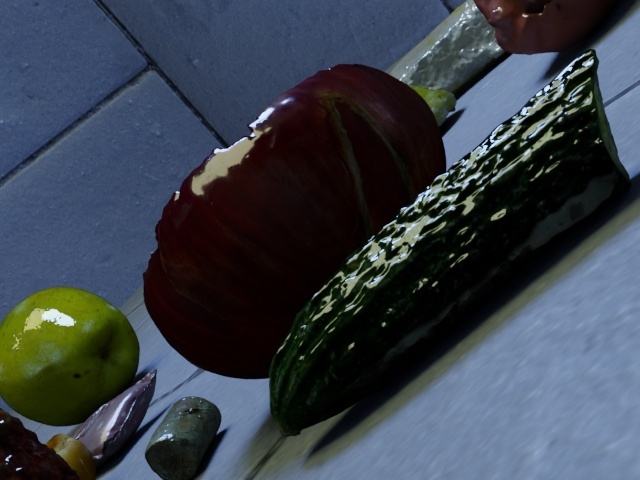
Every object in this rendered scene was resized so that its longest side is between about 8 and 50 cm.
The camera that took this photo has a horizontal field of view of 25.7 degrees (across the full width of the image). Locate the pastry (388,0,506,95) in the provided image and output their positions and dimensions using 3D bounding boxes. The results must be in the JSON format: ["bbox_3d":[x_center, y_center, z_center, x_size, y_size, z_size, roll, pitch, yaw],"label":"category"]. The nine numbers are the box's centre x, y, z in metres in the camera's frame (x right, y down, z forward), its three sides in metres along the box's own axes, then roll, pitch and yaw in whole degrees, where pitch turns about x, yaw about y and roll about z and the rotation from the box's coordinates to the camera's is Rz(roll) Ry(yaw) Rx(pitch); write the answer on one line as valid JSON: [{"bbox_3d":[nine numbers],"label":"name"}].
[{"bbox_3d":[0.165,-0.227,1.793,0.258,0.089,0.121,-43,18,21],"label":"pastry"}]

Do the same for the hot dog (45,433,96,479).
[{"bbox_3d":[-0.233,0.225,1.175,0.100,0.068,0.249,-52,3,3],"label":"hot dog"}]

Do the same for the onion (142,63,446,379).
[{"bbox_3d":[-0.009,-0.005,0.949,0.248,0.161,0.248,-34,-1,-1],"label":"onion"}]

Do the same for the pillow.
[{"bbox_3d":[-0.232,0.209,1.412,0.185,0.043,0.118,-41,11,38],"label":"pillow"}]

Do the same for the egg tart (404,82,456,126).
[{"bbox_3d":[0.075,-0.123,1.645,0.197,0.078,0.197,-39,7,5],"label":"egg tart"}]

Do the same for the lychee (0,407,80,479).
[{"bbox_3d":[-0.253,0.198,0.962,0.194,0.194,0.194,-41,6,5],"label":"lychee"}]

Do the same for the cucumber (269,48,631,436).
[{"bbox_3d":[0.066,0.007,0.770,0.265,0.077,0.077,-39,6,13],"label":"cucumber"}]

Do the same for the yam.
[{"bbox_3d":[-0.099,0.143,1.023,0.043,0.043,0.094,-40,7,19],"label":"yam"}]

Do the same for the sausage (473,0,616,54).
[{"bbox_3d":[0.234,-0.279,1.396,0.152,0.152,0.280,-38,6,34],"label":"sausage"}]

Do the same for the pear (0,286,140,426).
[{"bbox_3d":[-0.332,0.153,1.828,0.198,0.198,0.198,-41,6,5],"label":"pear"}]
